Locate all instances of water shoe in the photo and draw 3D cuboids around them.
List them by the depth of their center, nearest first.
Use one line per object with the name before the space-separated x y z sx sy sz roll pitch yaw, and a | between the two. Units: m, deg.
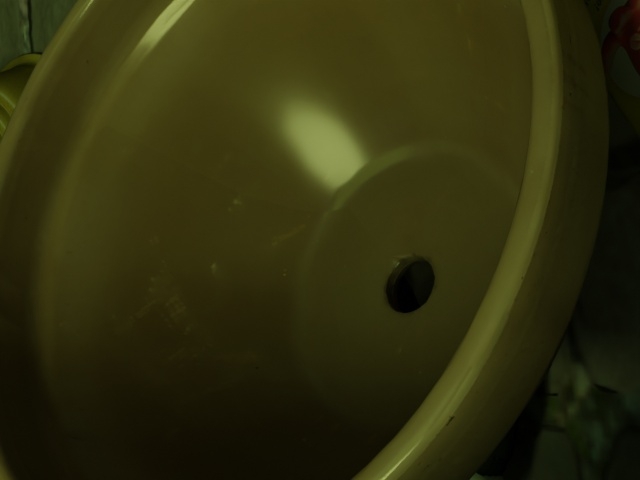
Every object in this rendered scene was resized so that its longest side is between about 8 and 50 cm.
water shoe | 0.005 0.041 0.558 0.203 0.073 0.080 26 94 45

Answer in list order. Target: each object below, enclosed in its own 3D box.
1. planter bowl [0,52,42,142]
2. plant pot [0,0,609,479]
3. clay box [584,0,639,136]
planter bowl | -0.201 0.002 0.804 0.217 0.090 0.217 11 104 53
plant pot | 0.000 0.000 0.451 0.237 0.109 0.237 -18 61 36
clay box | 0.100 -0.131 0.401 0.222 0.053 0.127 62 141 26
